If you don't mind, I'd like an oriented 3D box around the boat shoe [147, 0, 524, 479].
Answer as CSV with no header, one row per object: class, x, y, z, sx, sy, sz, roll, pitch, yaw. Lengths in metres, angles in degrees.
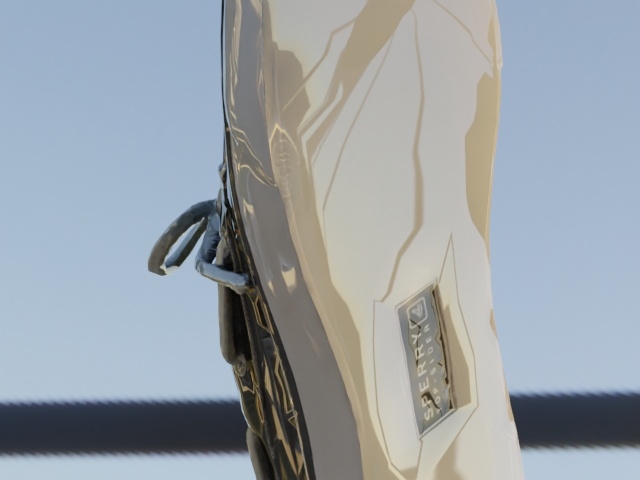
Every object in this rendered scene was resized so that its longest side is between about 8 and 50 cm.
boat shoe,0.003,-0.002,0.580,0.105,0.113,0.306,18,-49,44
